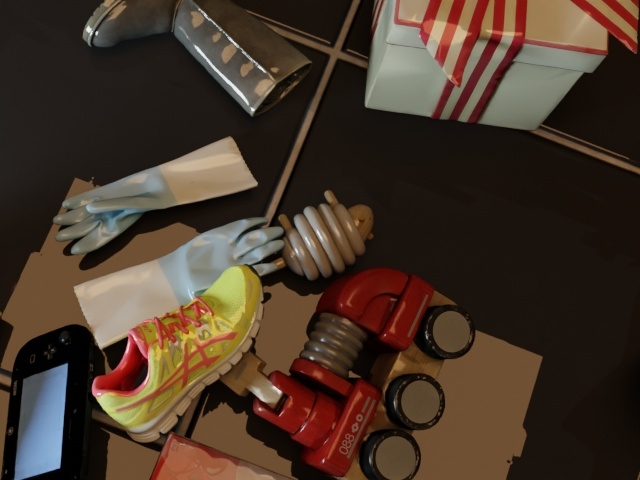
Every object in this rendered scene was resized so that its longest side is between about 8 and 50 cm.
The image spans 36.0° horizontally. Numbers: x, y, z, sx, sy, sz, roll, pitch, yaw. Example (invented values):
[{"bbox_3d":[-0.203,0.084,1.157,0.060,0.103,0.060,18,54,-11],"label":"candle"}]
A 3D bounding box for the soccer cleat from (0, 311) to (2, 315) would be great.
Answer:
[{"bbox_3d":[-0.384,0.115,1.006,0.121,0.093,0.289,-10,75,-12],"label":"soccer cleat"}]

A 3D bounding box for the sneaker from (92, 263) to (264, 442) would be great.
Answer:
[{"bbox_3d":[-0.140,0.100,0.969,0.208,0.081,0.094,-51,127,-6],"label":"sneaker"}]

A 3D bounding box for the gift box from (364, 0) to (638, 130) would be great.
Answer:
[{"bbox_3d":[0.190,-0.261,1.091,0.255,0.258,0.276,2,73,-5],"label":"gift box"}]

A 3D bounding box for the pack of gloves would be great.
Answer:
[{"bbox_3d":[-0.165,-0.015,1.059,0.232,0.046,0.195,-23,58,-13],"label":"pack of gloves"}]

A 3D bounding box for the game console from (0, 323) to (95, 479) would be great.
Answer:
[{"bbox_3d":[-0.283,0.256,0.952,0.213,0.044,0.361,-15,57,18],"label":"game console"}]

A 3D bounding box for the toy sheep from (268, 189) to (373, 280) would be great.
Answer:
[{"bbox_3d":[0.000,0.000,1.089,0.132,0.091,0.091,-30,80,0],"label":"toy sheep"}]

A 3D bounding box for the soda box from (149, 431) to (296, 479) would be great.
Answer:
[{"bbox_3d":[-0.048,0.285,1.001,0.263,0.083,0.092,21,72,0],"label":"soda box"}]

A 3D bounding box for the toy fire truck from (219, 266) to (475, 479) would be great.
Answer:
[{"bbox_3d":[-0.003,0.116,1.026,0.246,0.158,0.217,31,73,-14],"label":"toy fire truck"}]

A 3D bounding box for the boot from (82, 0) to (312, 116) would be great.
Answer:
[{"bbox_3d":[-0.142,-0.221,1.147,0.190,0.076,0.208,-39,89,-13],"label":"boot"}]
